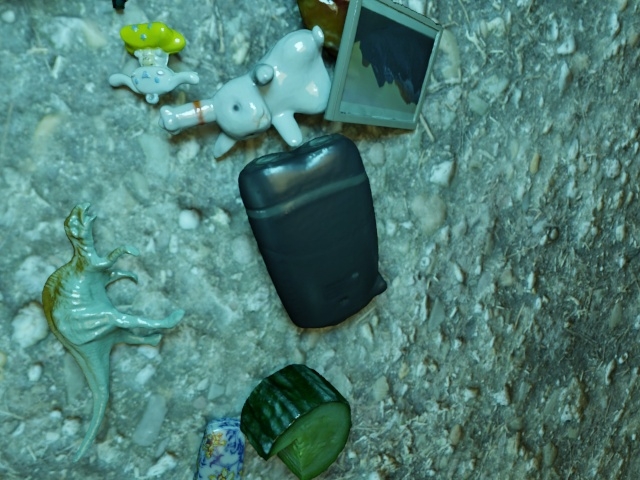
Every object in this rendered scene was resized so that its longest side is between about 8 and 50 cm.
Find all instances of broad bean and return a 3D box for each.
[{"bbox_3d":[0.030,-0.396,0.706,0.156,0.122,0.228,-43,113,-10],"label":"broad bean"}]

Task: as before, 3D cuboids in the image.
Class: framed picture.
[{"bbox_3d":[0.116,-0.288,0.727,0.265,0.018,0.192,-12,122,-47],"label":"framed picture"}]

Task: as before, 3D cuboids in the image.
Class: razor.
[{"bbox_3d":[0.000,0.000,0.732,0.204,0.113,0.349,-24,124,-11],"label":"razor"}]

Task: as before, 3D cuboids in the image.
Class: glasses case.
[{"bbox_3d":[-0.197,0.459,0.817,0.087,0.065,0.247,9,95,-29],"label":"glasses case"}]

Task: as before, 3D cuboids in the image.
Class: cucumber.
[{"bbox_3d":[-0.036,0.339,0.818,0.191,0.130,0.191,-11,112,-28],"label":"cucumber"}]

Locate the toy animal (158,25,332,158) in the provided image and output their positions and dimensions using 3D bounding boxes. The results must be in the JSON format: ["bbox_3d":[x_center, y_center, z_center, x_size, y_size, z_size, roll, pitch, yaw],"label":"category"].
[{"bbox_3d":[-0.096,-0.212,0.682,0.282,0.138,0.140,-40,135,-14],"label":"toy animal"}]

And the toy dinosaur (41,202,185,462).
[{"bbox_3d":[-0.340,0.148,0.691,0.206,0.092,0.392,15,96,-22],"label":"toy dinosaur"}]

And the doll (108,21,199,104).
[{"bbox_3d":[-0.258,-0.262,0.655,0.135,0.071,0.113,-23,89,9],"label":"doll"}]

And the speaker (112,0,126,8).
[{"bbox_3d":[-0.285,-0.385,0.618,0.060,0.075,0.094,-18,131,-9],"label":"speaker"}]
